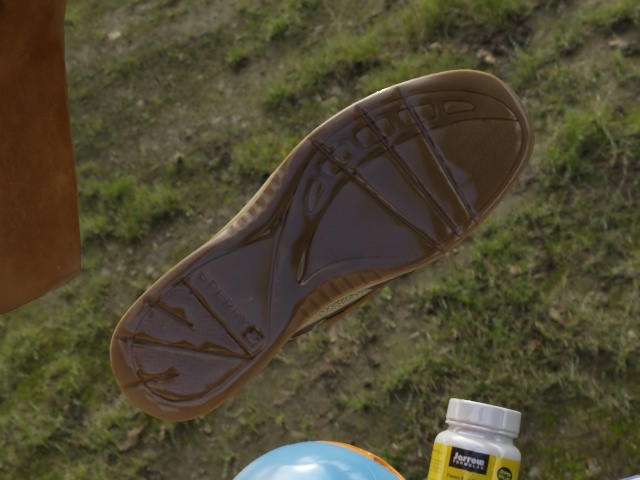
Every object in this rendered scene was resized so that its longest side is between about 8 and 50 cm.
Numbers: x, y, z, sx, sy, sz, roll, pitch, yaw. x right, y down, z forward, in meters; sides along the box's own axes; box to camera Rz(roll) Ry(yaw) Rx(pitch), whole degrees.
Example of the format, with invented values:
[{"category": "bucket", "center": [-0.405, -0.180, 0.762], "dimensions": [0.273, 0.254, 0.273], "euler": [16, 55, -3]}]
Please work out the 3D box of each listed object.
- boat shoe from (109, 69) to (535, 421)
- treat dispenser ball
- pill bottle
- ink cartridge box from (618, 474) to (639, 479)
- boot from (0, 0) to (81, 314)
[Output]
[{"category": "boat shoe", "center": [0.000, 0.000, 0.710], "dimensions": [0.342, 0.123, 0.123], "euler": [-40, 1, -3]}, {"category": "treat dispenser ball", "center": [-0.002, 0.390, 1.175], "dimensions": [0.288, 0.288, 0.288], "euler": [-14, 47, 15]}, {"category": "pill bottle", "center": [0.204, 0.325, 1.303], "dimensions": [0.119, 0.119, 0.208], "euler": [6, 79, 31]}, {"category": "ink cartridge box", "center": [0.195, 0.320, 0.731], "dimensions": [0.324, 0.071, 0.330], "euler": [-14, 15, -10]}, {"category": "boot", "center": [-0.188, -0.089, 0.339], "dimensions": [0.096, 0.280, 0.264], "euler": [20, 20, 25]}]
